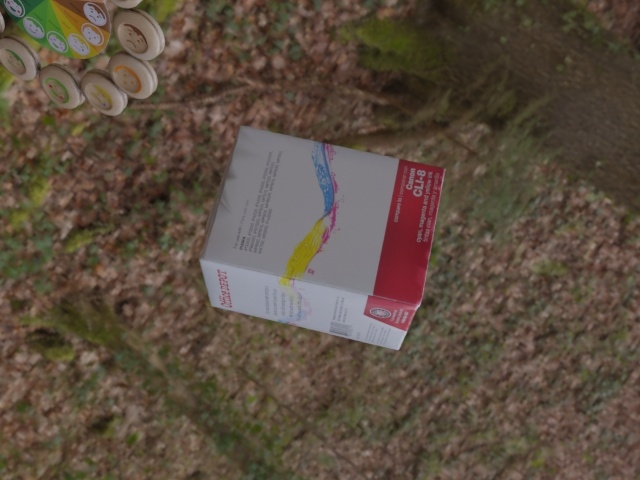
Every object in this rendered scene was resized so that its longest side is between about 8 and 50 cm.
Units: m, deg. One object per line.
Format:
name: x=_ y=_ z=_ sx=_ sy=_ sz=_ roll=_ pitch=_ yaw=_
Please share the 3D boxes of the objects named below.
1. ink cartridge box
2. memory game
ink cartridge box: x=0.000 y=0.000 z=0.776 sx=0.128 sy=0.176 sz=0.127 roll=98 pitch=5 yaw=-69
memory game: x=-0.186 y=-0.161 z=0.621 sx=0.012 sy=0.186 sz=0.186 roll=-56 pitch=173 yaw=-38
